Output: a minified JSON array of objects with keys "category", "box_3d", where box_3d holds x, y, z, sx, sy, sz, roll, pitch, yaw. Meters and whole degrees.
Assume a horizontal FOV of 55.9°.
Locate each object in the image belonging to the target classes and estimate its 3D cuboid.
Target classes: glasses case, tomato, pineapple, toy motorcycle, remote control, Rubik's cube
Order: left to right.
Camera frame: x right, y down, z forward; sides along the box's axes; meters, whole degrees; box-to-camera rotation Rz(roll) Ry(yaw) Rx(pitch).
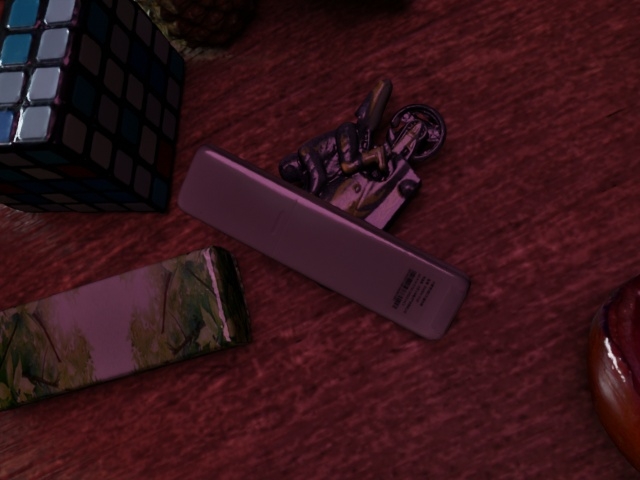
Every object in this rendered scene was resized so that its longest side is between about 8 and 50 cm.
[{"category":"Rubik's cube","box_3d":[-0.257,-0.135,0.577,0.182,0.184,0.187,1,75,15]},{"category":"glasses case","box_3d":[-0.206,0.088,0.573,0.272,0.062,0.095,-16,79,10]},{"category":"pineapple","box_3d":[-0.152,-0.280,0.553,0.128,0.248,0.128,-3,79,15]},{"category":"remote control","box_3d":[0.000,0.000,0.518,0.261,0.029,0.067,27,104,6]},{"category":"toy motorcycle","box_3d":[0.023,-0.057,0.552,0.124,0.061,0.193,32,94,12]},{"category":"tomato","box_3d":[0.268,0.113,0.435,0.189,0.099,0.173,-7,52,-28]}]
